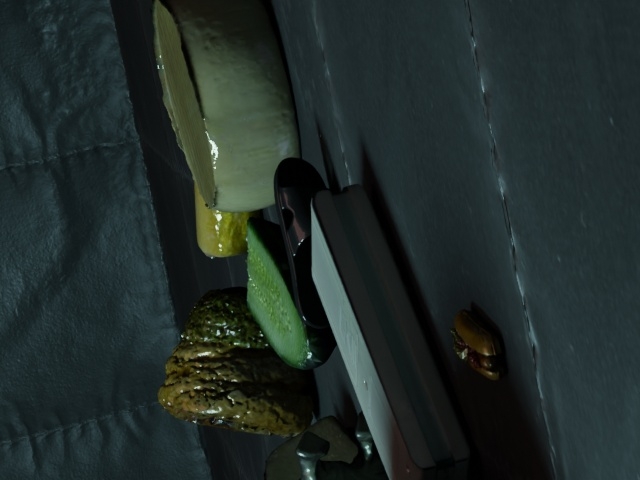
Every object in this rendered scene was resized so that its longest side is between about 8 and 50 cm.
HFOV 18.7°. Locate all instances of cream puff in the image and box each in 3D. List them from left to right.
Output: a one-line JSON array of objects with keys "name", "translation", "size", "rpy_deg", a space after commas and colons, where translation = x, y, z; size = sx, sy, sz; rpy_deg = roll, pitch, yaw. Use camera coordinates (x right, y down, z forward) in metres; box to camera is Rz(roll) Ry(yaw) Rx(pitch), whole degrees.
[{"name": "cream puff", "translation": [-0.085, 0.128, 2.211], "size": [0.183, 0.183, 0.169], "rpy_deg": [-177, 97, -80]}]

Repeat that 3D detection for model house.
[{"name": "model house", "translation": [0.011, 0.293, 1.989], "size": [0.164, 0.141, 0.203], "rpy_deg": [47, -136, -63]}]

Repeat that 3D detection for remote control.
[{"name": "remote control", "translation": [0.055, 0.091, 1.561], "size": [0.103, 0.056, 0.277], "rpy_deg": [89, 163, -53]}]

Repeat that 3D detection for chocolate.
[{"name": "chocolate", "translation": [-0.112, -0.087, 2.246], "size": [0.085, 0.086, 0.219], "rpy_deg": [-117, 20, -55]}]

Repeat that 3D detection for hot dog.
[{"name": "hot dog", "translation": [0.106, 0.072, 1.336], "size": [0.083, 0.021, 0.037], "rpy_deg": [-140, 39, -72]}]

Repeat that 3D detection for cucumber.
[{"name": "cucumber", "translation": [-0.021, 0.061, 1.936], "size": [0.244, 0.063, 0.115], "rpy_deg": [-123, 28, -64]}]

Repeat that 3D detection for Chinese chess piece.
[{"name": "Chinese chess piece", "translation": [-0.097, -0.150, 1.981], "size": [0.250, 0.103, 0.249], "rpy_deg": [166, 90, -80]}]

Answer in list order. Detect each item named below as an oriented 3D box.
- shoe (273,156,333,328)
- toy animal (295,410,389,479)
[{"name": "shoe", "translation": [0.000, 0.000, 1.768], "size": [0.053, 0.062, 0.159], "rpy_deg": [-11, 84, 51]}, {"name": "toy animal", "translation": [0.064, 0.318, 1.683], "size": [0.168, 0.106, 0.343], "rpy_deg": [92, 158, -56]}]
